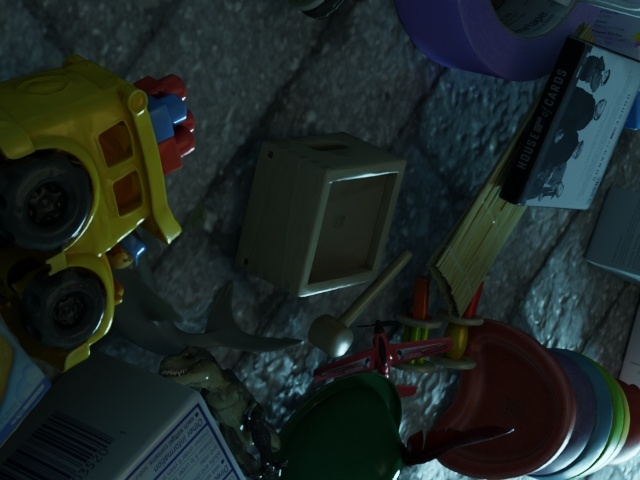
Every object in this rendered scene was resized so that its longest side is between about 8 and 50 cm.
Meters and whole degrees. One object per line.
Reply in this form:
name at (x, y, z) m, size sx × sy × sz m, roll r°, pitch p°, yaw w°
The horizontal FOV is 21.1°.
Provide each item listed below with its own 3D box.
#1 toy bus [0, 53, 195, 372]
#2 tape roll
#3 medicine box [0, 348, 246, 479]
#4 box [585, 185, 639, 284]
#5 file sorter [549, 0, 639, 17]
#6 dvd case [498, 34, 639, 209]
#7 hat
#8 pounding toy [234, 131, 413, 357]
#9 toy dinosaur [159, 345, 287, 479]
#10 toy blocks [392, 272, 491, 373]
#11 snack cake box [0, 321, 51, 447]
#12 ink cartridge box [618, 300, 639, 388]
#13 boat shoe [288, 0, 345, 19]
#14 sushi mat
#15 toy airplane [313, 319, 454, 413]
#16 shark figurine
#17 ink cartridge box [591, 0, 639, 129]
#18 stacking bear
toy bus at (-0.182, -0.038, 1.371) m, size 0.211 × 0.149 × 0.220 m, roll -27°, pitch 124°, yaw -27°
tape roll at (0.193, -0.305, 1.763) m, size 0.275 × 0.090 × 0.275 m, roll -19°, pitch 116°, yaw -44°
medicine box at (-0.187, 0.294, 1.506) m, size 0.263 × 0.149 × 0.289 m, roll -46°, pitch 133°, yaw -27°
box at (0.394, 0.000, 2.094) m, size 0.101 × 0.087 × 0.102 m, roll 23°, pitch 85°, yaw -49°
file sorter at (0.244, -0.330, 1.602) m, size 0.277 × 0.173 × 0.193 m, roll 15°, pitch 97°, yaw -50°
dvd case at (0.272, -0.119, 1.822) m, size 0.238 × 0.029 × 0.179 m, roll 0°, pitch 114°, yaw -65°
hat at (0.065, 0.244, 1.705) m, size 0.173 × 0.183 × 0.208 m, roll -29°, pitch 137°, yaw -24°
pounding toy at (0.004, 0.004, 1.668) m, size 0.181 × 0.094 × 0.206 m, roll -11°, pitch 120°, yaw -51°
toy dinosaur at (-0.066, 0.183, 1.580) m, size 0.064 × 0.118 × 0.268 m, roll -27°, pitch 149°, yaw 3°
toy blocks at (0.131, 0.064, 1.851) m, size 0.123 × 0.054 × 0.148 m, roll 0°, pitch 102°, yaw -46°
snack cake box at (-0.350, 0.154, 1.323) m, size 0.264 × 0.089 × 0.152 m, roll -52°, pitch 136°, yaw -22°
ink cartridge box at (0.504, 0.114, 2.235) m, size 0.197 × 0.114 × 0.273 m, roll 10°, pitch 97°, yaw -48°
boat shoe at (0.047, -0.293, 1.611) m, size 0.068 × 0.081 × 0.228 m, roll 45°, pitch 67°, yaw -42°
sushi mat at (0.208, -0.072, 1.799) m, size 0.316 × 0.019 × 0.151 m, roll -57°, pitch 155°, yaw -16°
toy airplane at (0.068, 0.134, 1.786) m, size 0.151 × 0.028 × 0.151 m, roll -8°, pitch 132°, yaw -9°
shark figurine at (-0.137, 0.056, 1.509) m, size 0.166 × 0.116 × 0.278 m, roll -54°, pitch 134°, yaw -18°
ink cartridge box at (0.377, -0.256, 1.992) m, size 0.134 × 0.078 × 0.231 m, roll -19°, pitch 116°, yaw -43°
stacking bear at (0.285, 0.203, 2.001) m, size 0.289 × 0.164 × 0.175 m, roll 14°, pitch 93°, yaw -54°
